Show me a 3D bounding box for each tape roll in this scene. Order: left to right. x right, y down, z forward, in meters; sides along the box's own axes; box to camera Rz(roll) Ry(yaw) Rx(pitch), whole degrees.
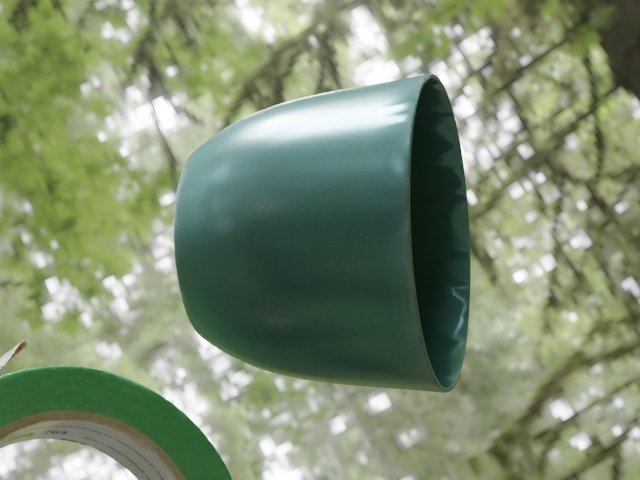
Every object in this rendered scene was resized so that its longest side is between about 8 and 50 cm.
[{"bbox_3d":[-0.223,0.271,1.579,0.321,0.321,0.077,-11,-14,-26],"label":"tape roll"}]

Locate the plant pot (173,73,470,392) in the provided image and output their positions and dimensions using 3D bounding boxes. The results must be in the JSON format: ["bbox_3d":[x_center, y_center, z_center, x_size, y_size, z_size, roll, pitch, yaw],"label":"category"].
[{"bbox_3d":[0.000,0.000,1.700,0.235,0.293,0.293,-3,-27,15],"label":"plant pot"}]

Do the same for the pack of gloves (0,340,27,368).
[{"bbox_3d":[-0.421,0.177,1.899,0.195,0.046,0.232,-45,8,-30],"label":"pack of gloves"}]
